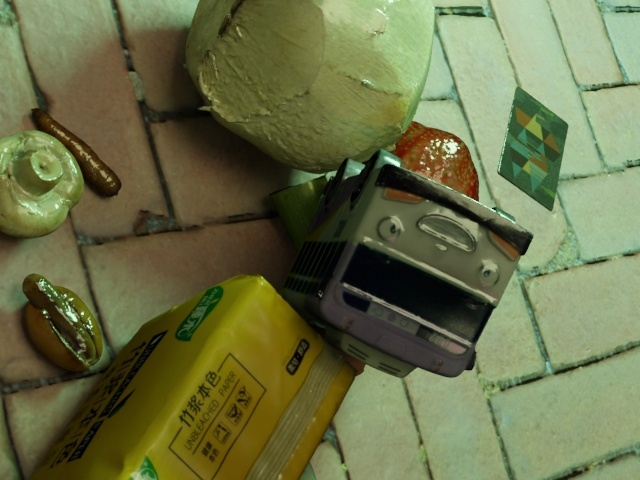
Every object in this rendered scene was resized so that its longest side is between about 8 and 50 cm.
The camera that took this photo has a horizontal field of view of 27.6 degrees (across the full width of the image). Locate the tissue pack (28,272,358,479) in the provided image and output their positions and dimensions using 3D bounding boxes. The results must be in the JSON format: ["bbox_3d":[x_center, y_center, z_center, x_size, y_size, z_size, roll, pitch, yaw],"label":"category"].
[{"bbox_3d":[-0.173,0.259,1.565,0.228,0.293,0.382,46,50,-15],"label":"tissue pack"}]

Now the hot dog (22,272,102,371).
[{"bbox_3d":[-0.331,0.103,1.666,0.090,0.060,0.140,-31,88,-47],"label":"hot dog"}]

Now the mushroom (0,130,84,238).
[{"bbox_3d":[-0.376,-0.073,1.671,0.148,0.112,0.148,24,49,-30],"label":"mushroom"}]

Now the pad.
[{"bbox_3d":[0.393,-0.171,2.394,0.143,0.003,0.211,32,54,-24],"label":"pad"}]

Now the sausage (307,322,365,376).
[{"bbox_3d":[0.003,0.159,1.903,0.154,0.062,0.062,19,60,-31],"label":"sausage"}]

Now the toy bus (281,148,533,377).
[{"bbox_3d":[0.092,0.038,1.704,0.209,0.440,0.249,26,86,-8],"label":"toy bus"}]

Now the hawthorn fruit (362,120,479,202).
[{"bbox_3d":[0.134,-0.061,2.020,0.205,0.205,0.253,45,57,-14],"label":"hawthorn fruit"}]

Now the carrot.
[{"bbox_3d":[-0.333,-0.123,1.780,0.165,0.035,0.036,47,49,-9],"label":"carrot"}]

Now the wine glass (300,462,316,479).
[{"bbox_3d":[0.046,0.397,1.809,0.264,0.096,0.310,-17,81,-39],"label":"wine glass"}]

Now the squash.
[{"bbox_3d":[0.000,0.000,1.956,0.095,0.095,0.188,-23,92,-42],"label":"squash"}]

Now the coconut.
[{"bbox_3d":[0.005,-0.276,1.904,0.360,0.346,0.346,23,58,-25],"label":"coconut"}]
